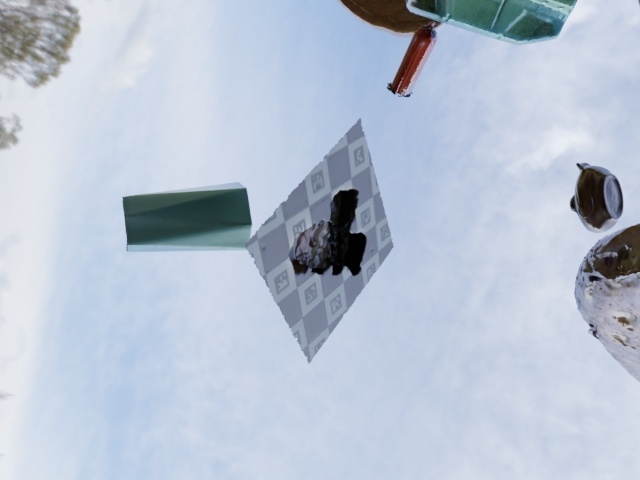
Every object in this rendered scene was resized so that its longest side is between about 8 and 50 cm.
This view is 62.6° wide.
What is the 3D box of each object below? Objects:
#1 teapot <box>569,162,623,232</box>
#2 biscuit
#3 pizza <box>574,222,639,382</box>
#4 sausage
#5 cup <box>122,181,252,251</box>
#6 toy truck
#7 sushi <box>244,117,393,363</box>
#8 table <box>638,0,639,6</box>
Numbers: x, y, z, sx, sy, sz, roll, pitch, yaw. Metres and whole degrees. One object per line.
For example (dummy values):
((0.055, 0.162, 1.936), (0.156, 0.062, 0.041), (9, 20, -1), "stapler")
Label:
((0.477, -0.076, 0.928), (0.078, 0.098, 0.129), (-9, -90, 56), "teapot")
((0.179, -0.677, 1.241), (0.365, 0.385, 0.062), (-54, 178, -4), "biscuit")
((0.330, 0.074, 0.494), (0.161, 0.305, 0.085), (21, -109, 45), "pizza")
((0.160, -0.311, 0.898), (0.048, 0.050, 0.145), (-59, 176, -35), "sausage")
((-0.265, -0.045, 1.042), (0.134, 0.236, 0.148), (138, -54, -63), "cup")
((0.192, -0.352, 0.662), (0.155, 0.279, 0.156), (-120, -138, -57), "toy truck")
((0.000, 0.000, 0.973), (0.069, 0.320, 0.339), (14, -128, 36), "sushi")
((0.479, -0.361, 0.661), (0.122, 0.240, 0.111), (-23, -167, 9), "table")
